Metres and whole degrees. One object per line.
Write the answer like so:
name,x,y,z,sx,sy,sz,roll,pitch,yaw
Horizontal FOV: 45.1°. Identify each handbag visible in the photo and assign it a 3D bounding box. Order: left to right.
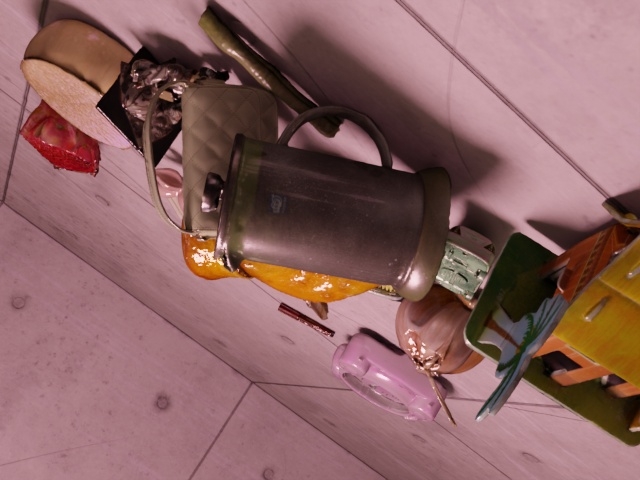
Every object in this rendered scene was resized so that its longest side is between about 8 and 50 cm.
handbag,-0.170,-0.126,1.199,0.219,0.256,0.079,-3,-175,-38

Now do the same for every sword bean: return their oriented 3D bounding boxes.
sword bean,-0.074,-0.244,1.150,0.269,0.043,0.038,39,146,-16

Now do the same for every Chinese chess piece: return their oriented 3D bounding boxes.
Chinese chess piece,-0.432,-0.293,1.465,0.270,0.112,0.270,28,160,12

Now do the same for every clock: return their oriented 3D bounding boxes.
clock,0.167,0.373,2.071,0.296,0.113,0.322,34,160,-2

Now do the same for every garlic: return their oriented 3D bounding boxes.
garlic,0.260,0.198,1.441,0.207,0.256,0.207,-7,139,-6

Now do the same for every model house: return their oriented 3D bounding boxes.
model house,0.370,0.140,0.953,0.300,0.340,0.323,33,155,-2

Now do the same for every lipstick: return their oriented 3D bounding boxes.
lipstick,-0.039,0.227,2.169,0.177,0.027,0.027,27,158,13

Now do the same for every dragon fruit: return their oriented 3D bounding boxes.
dragon fruit,-0.571,-0.234,1.802,0.161,0.126,0.274,22,168,3

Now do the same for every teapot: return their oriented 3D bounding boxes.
teapot,0.003,-0.066,1.113,0.337,0.270,0.200,10,170,-8

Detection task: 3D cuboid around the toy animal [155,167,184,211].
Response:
toy animal,-0.264,-0.097,1.684,0.212,0.124,0.124,46,158,-7

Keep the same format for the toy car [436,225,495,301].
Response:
toy car,0.235,0.033,1.272,0.090,0.076,0.224,28,167,10

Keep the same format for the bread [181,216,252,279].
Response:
bread,-0.173,-0.018,1.524,0.143,0.195,0.270,4,-172,25

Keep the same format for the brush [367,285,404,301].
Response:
brush,0.048,0.049,1.565,0.297,0.068,0.060,17,139,16

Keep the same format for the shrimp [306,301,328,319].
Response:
shrimp,-0.023,0.079,1.752,0.168,0.077,0.317,13,149,37

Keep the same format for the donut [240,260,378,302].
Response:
donut,0.000,0.000,1.393,0.303,0.110,0.303,8,147,5

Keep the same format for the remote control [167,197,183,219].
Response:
remote control,-0.326,-0.078,1.873,0.090,0.049,0.230,27,160,22

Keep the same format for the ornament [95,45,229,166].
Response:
ornament,-0.238,-0.240,1.285,0.196,0.153,0.166,-2,141,42
